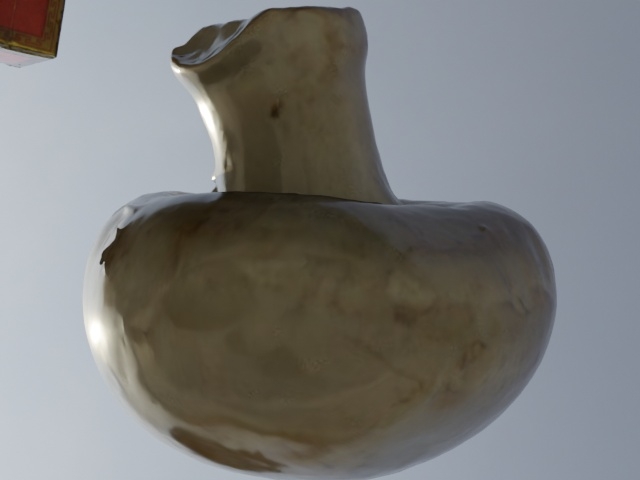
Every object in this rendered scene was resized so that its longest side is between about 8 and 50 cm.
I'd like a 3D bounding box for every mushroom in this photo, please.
[{"bbox_3d":[0.000,0.000,0.782,0.297,0.297,0.290,2,-86,14],"label":"mushroom"}]

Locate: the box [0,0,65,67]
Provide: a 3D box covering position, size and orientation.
[{"bbox_3d":[-0.266,-0.205,0.743,0.074,0.239,0.153,-4,-102,55],"label":"box"}]
